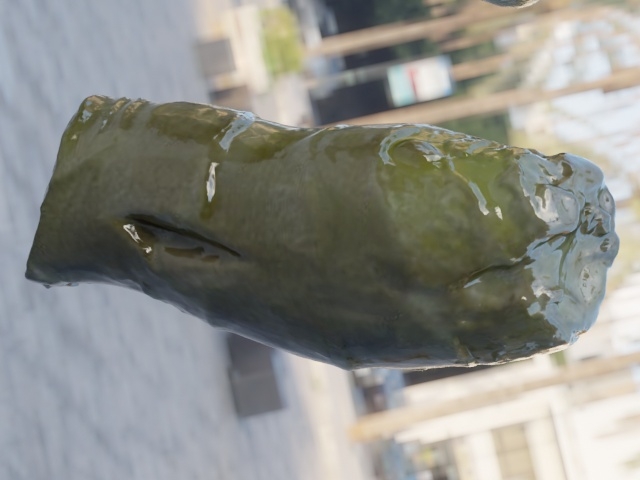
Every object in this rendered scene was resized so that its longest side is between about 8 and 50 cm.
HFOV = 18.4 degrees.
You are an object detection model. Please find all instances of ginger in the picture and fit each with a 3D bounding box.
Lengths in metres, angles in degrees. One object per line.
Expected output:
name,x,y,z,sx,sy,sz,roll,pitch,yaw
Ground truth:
ginger,0.000,0.000,0.873,0.116,0.263,0.109,30,69,-71

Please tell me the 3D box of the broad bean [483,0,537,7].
broad bean,0.122,-0.153,1.079,0.052,0.053,0.256,43,0,-9
